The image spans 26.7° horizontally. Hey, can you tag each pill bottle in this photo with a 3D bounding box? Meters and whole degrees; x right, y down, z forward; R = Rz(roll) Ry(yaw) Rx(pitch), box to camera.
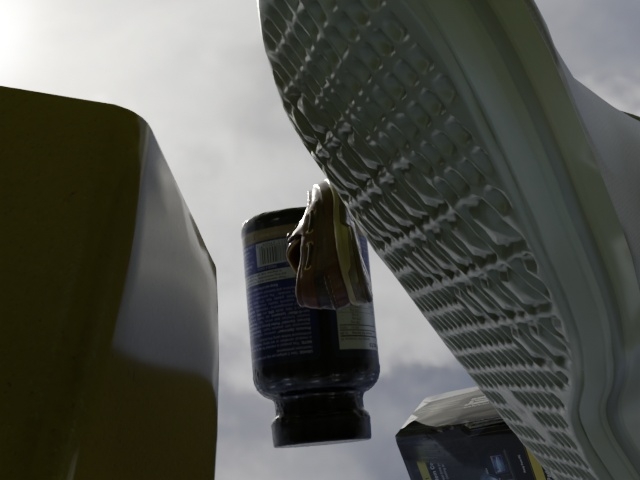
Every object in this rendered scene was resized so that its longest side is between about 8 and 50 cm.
[{"bbox_3d":[-0.008,0.084,1.280,0.123,0.123,0.219,-4,-101,-6],"label":"pill bottle"}]

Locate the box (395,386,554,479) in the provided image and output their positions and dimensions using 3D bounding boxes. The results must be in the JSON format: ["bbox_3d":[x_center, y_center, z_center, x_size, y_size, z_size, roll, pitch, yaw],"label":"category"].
[{"bbox_3d":[0.276,0.296,1.125,0.318,0.394,0.097,-16,-169,28],"label":"box"}]

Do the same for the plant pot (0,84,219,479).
[{"bbox_3d":[-0.145,0.052,0.526,0.212,0.212,0.187,10,-115,14],"label":"plant pot"}]

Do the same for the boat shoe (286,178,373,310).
[{"bbox_3d":[0.000,0.001,1.089,0.060,0.064,0.178,-16,-153,3],"label":"boat shoe"}]

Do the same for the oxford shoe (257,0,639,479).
[{"bbox_3d":[0.111,0.004,0.553,0.130,0.449,0.169,-43,-133,-4],"label":"oxford shoe"}]
